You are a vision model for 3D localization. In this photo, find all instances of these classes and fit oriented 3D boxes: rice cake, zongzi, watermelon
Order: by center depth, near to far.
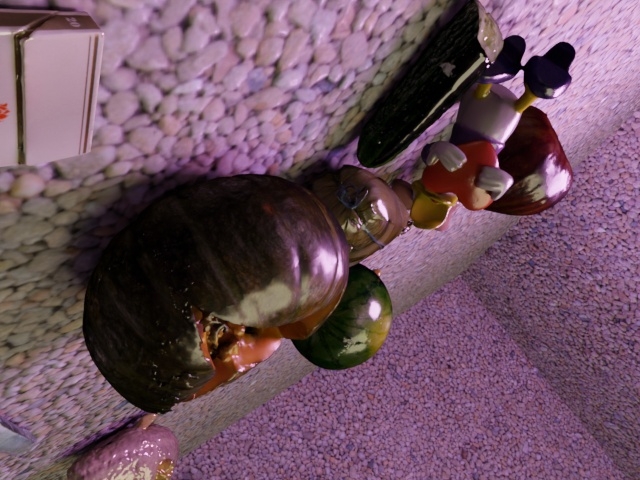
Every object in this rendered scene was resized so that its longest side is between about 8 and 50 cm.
[{"bbox_3d":[-0.500,0.308,0.752,0.043,0.034,0.210,-36,164,-30],"label":"rice cake"},{"bbox_3d":[0.000,0.000,0.760,0.274,0.125,0.251,-34,164,14],"label":"zongzi"},{"bbox_3d":[0.039,0.159,1.038,0.243,0.242,0.242,-32,162,-12],"label":"watermelon"}]

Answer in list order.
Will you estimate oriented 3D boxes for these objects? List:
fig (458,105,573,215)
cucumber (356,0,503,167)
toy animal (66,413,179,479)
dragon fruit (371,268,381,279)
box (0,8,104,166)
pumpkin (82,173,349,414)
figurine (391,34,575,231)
[{"bbox_3d":[0.325,-0.128,0.971,0.321,0.216,0.217,-24,172,36],"label":"fig"},{"bbox_3d":[0.131,-0.183,0.611,0.075,0.074,0.241,-13,153,-51],"label":"cucumber"},{"bbox_3d":[-0.480,0.583,1.239,0.227,0.188,0.358,-27,161,-13],"label":"toy animal"},{"bbox_3d":[0.088,0.149,1.300,0.208,0.150,0.133,-38,-167,-16],"label":"dragon fruit"},{"bbox_3d":[-0.232,-0.080,0.270,0.198,0.029,0.109,-19,156,-40],"label":"box"},{"bbox_3d":[-0.114,0.056,0.567,0.321,0.192,0.320,-30,163,-11],"label":"pumpkin"},{"bbox_3d":[0.232,-0.146,0.786,0.193,0.154,0.420,-71,-176,-46],"label":"figurine"}]
